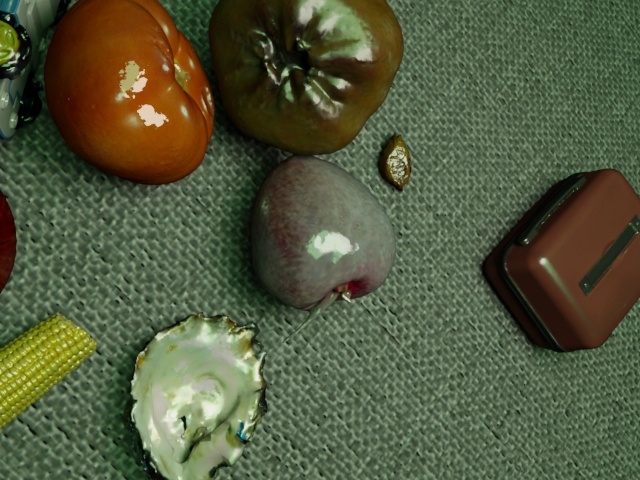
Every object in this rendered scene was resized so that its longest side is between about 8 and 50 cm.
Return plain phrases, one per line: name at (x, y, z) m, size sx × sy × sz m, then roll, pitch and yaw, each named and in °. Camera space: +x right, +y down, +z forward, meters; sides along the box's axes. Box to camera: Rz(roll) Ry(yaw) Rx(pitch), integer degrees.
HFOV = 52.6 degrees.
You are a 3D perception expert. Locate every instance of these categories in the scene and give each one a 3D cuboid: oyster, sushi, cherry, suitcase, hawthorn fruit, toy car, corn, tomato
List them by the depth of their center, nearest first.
corn at (-0.394, 0.183, 0.786) m, size 0.248 × 0.081 × 0.081 m, roll -41°, pitch 100°, yaw -24°
toy car at (-0.408, -0.276, 0.789) m, size 0.166 × 0.198 × 0.314 m, roll 13°, pitch 78°, yaw -14°
tomato at (-0.248, -0.193, 0.835) m, size 0.180 × 0.260 × 0.260 m, roll -20°, pitch 91°, yaw 7°
oyster at (-0.164, 0.230, 0.886) m, size 0.198 × 0.092 × 0.260 m, roll 6°, pitch 71°, yaw -24°
hawthorn fruit at (-0.011, -0.271, 0.933) m, size 0.267 × 0.301 × 0.268 m, roll 3°, pitch 114°, yaw 7°
cherry at (0.000, 0.000, 0.936) m, size 0.213 × 0.183 × 0.266 m, roll -6°, pitch 81°, yaw -36°
sushi at (0.125, -0.132, 1.091) m, size 0.050 × 0.047 × 0.099 m, roll 1°, pitch 99°, yaw -13°
suitcase at (0.458, 0.032, 1.155) m, size 0.297 × 0.161 × 0.236 m, roll -42°, pitch 99°, yaw -23°

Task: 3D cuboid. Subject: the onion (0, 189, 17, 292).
onion at (-0.467, 0.007, 0.728) m, size 0.248 × 0.161 × 0.248 m, roll 9°, pitch 72°, yaw -31°
